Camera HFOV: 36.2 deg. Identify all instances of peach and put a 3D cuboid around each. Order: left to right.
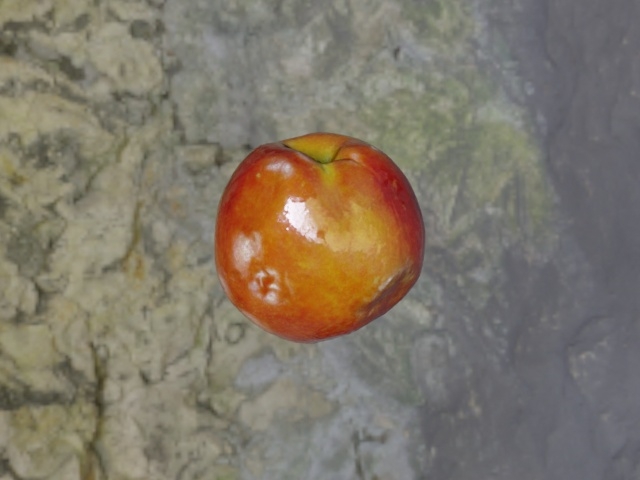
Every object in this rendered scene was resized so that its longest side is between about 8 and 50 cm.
[{"bbox_3d":[0.000,0.000,1.072,0.199,0.243,0.243,-60,-26,-60],"label":"peach"}]
